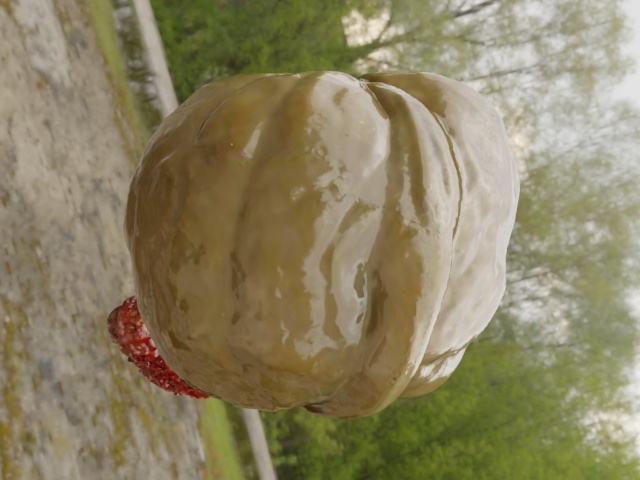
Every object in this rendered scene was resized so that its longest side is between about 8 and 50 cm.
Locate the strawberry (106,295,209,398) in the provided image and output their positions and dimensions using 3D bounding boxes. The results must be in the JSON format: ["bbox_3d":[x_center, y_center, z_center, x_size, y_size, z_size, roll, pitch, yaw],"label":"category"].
[{"bbox_3d":[-0.171,0.148,1.188,0.236,0.190,0.111,24,32,-52],"label":"strawberry"}]

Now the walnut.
[{"bbox_3d":[0.000,0.000,0.691,0.285,0.296,0.285,-179,-90,-65],"label":"walnut"}]
